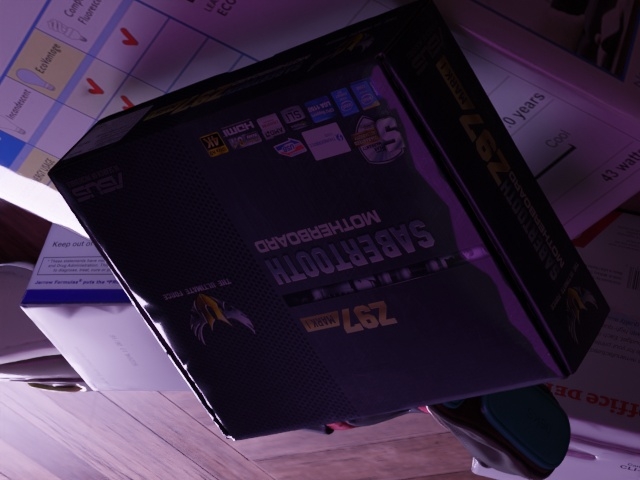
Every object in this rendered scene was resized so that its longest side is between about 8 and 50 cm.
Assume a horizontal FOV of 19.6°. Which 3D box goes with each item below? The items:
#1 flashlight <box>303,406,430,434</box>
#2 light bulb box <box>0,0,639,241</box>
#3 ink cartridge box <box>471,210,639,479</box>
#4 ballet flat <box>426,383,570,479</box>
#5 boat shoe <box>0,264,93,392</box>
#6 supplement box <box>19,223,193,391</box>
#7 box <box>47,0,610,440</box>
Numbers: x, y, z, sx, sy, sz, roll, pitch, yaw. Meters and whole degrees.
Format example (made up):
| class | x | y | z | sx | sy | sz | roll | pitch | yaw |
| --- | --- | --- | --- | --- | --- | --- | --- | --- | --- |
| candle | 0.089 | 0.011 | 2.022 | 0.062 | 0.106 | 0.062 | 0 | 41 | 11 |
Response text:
| class | x | y | z | sx | sy | sz | roll | pitch | yaw |
| --- | --- | --- | --- | --- | --- | --- | --- | --- | --- |
| flashlight | 0.115 | 0.121 | 1.494 | 0.304 | 0.103 | 0.103 | 7 | 144 | 18 |
| light bulb box | -0.017 | -0.139 | 1.032 | 0.361 | 0.225 | 0.358 | 26 | 148 | -14 |
| ink cartridge box | 0.190 | 0.082 | 1.323 | 0.128 | 0.176 | 0.127 | 14 | 148 | 6 |
| ballet flat | 0.072 | 0.074 | 1.053 | 0.068 | 0.072 | 0.213 | 4 | 150 | 38 |
| boat shoe | -0.226 | 0.082 | 1.587 | 0.305 | 0.109 | 0.091 | -5 | 138 | 25 |
| supplement box | -0.101 | -0.018 | 1.267 | 0.114 | 0.220 | 0.111 | -2 | 144 | 25 |
| box | 0.000 | 0.000 | 0.915 | 0.232 | 0.059 | 0.183 | -14 | 117 | 40 |
